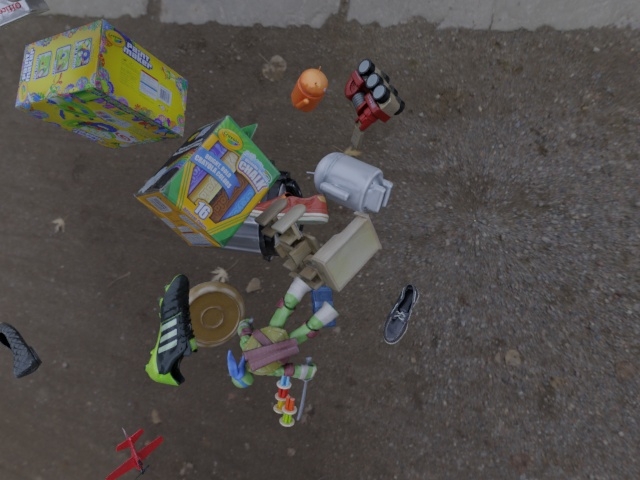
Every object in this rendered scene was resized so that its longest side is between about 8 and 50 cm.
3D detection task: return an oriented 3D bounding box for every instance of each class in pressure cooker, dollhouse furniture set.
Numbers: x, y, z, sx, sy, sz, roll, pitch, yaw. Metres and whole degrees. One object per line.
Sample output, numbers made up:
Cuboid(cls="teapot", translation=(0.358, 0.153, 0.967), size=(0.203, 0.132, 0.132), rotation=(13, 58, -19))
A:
Cuboid(cls="pressure cooker", translation=(-0.271, -0.116, 1.829), size=(0.420, 0.370, 0.375), rotation=(7, 73, 8))
Cuboid(cls="dollhouse furniture set", translation=(0.000, 0.000, 1.096), size=(0.161, 0.212, 0.242), rotation=(-45, 40, -21))

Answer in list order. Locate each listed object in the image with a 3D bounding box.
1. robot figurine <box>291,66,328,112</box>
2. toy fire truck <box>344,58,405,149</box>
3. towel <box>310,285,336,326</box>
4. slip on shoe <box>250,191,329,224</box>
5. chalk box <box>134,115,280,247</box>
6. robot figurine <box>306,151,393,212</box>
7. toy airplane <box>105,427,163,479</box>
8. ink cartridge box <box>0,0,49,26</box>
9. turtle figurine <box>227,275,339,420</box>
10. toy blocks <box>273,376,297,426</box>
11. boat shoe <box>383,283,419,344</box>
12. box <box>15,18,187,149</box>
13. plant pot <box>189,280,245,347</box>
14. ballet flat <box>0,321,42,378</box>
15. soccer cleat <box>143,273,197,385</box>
Cuboid(cls="robot figurine", translation=(-0.046, -0.629, 1.880), size=(0.158, 0.219, 0.128), rotation=(-30, 85, -27))
Cuboid(cls="toy fire truck", translation=(0.154, -0.463, 1.572), size=(0.246, 0.158, 0.217), rotation=(-39, 54, 28))
Cuboid(cls="towel", translation=(0.007, 0.189, 1.272), size=(0.029, 0.067, 0.119), rotation=(-37, 55, 54))
Cuboid(cls="slip on shoe", translation=(-0.124, -0.112, 1.529), size=(0.331, 0.123, 0.101), rotation=(2, 83, 25))
Cuboid(cls="chalk box", translation=(-0.232, -0.148, 1.008), size=(0.180, 0.179, 0.289), rotation=(2, 50, 52))
Cuboid(cls="robot figurine", translation=(0.120, -0.243, 1.865), size=(0.353, 0.300, 0.199), rotation=(28, 122, 22))
Cuboid(cls="toy airplane", translation=(-0.439, 0.503, 1.061), size=(0.028, 0.151, 0.151), rotation=(15, 98, 39))
Cuboid(cls="ink cartridge box", translation=(-0.688, -0.548, 0.919), size=(0.140, 0.082, 0.190), rotation=(-16, 120, 8))
Cuboid(cls="turtle figurine", translation=(-0.088, 0.232, 1.053), size=(0.266, 0.274, 0.198), rotation=(-48, 46, -6))
Cuboid(cls="toy blocks", translation=(-0.117, 0.541, 1.539), size=(0.054, 0.123, 0.148), rotation=(1, 107, -25))
Cuboid(cls="boat shoe", translation=(0.252, 0.229, 1.424), size=(0.075, 0.065, 0.206), rotation=(20, 69, 28))
Cuboid(cls="box", translation=(-0.559, -0.385, 1.175), size=(0.279, 0.290, 0.177), rotation=(-3, 79, 23))
Cuboid(cls="plant pot", translation=(-0.362, 0.254, 1.494), size=(0.236, 0.032, 0.236), rotation=(-6, 104, -24))
Cuboid(cls="ballet flat", translation=(-0.606, 0.208, 0.875), size=(0.173, 0.049, 0.057), rotation=(22, 131, 34))
Cuboid(cls="soccer cleat", translation=(-0.228, 0.144, 0.721), size=(0.072, 0.060, 0.179), rotation=(14, 94, 12))
